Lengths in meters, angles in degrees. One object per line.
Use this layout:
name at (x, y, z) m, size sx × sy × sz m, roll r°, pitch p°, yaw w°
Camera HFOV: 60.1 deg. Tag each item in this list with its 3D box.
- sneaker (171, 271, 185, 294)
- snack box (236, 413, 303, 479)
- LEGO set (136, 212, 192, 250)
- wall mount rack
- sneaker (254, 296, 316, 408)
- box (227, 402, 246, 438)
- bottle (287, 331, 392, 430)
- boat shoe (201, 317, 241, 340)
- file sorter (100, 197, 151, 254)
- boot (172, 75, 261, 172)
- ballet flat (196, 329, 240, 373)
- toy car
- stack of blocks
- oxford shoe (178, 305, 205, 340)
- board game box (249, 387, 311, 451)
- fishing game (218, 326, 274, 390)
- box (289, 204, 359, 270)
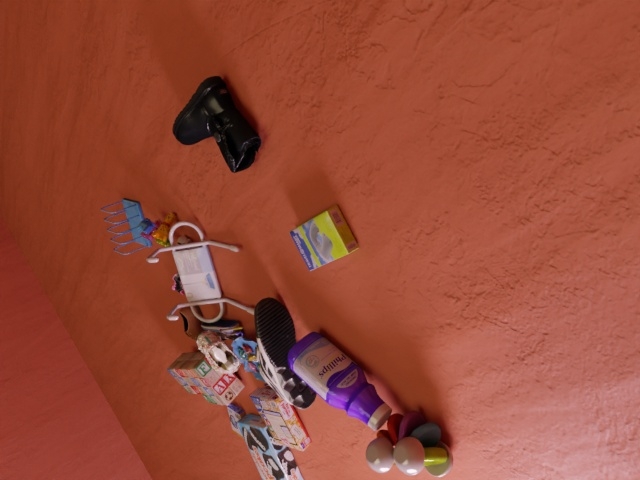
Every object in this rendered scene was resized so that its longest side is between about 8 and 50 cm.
sneaker at (-0.475, 0.146, 1.893) m, size 0.057 × 0.047 × 0.119 m, roll 42°, pitch 145°, yaw 14°
snack box at (-0.158, 0.751, 1.878) m, size 0.187 × 0.060 × 0.322 m, roll -13°, pitch 102°, yaw 52°
LEGO set at (-0.503, -0.039, 1.788) m, size 0.227 × 0.093 × 0.087 m, roll 20°, pitch 157°, yaw 35°
wall mount rack at (-0.345, 0.116, 1.667) m, size 0.304 × 0.130 × 0.350 m, roll -8°, pitch 110°, yaw 13°
sneaker at (-0.133, 0.314, 1.538) m, size 0.146 × 0.122 × 0.330 m, roll -3°, pitch 109°, yaw 47°
box at (-0.297, 0.650, 2.003) m, size 0.081 × 0.028 × 0.136 m, roll 16°, pitch 121°, yaw 43°
bottle at (0.047, 0.346, 1.354) m, size 0.283 × 0.118 × 0.092 m, roll 37°, pitch 146°, yaw 30°
boat shoe at (-0.321, 0.293, 1.784) m, size 0.183 × 0.066 × 0.066 m, roll -1°, pitch 112°, yaw 49°
file sorter at (-0.696, -0.049, 1.973) m, size 0.118 × 0.104 × 0.170 m, roll 13°, pitch 121°, yaw 43°
boot at (-0.258, -0.249, 1.362) m, size 0.246 × 0.094 × 0.207 m, roll -40°, pitch 77°, yaw 45°
ballet flat at (-0.312, 0.371, 1.745) m, size 0.077 × 0.091 × 0.241 m, roll 35°, pitch 165°, yaw 41°
toy car at (0.201, 0.455, 1.246) m, size 0.182 × 0.159 × 0.136 m, roll -21°, pitch 56°, yaw 44°
stack of blocks at (-0.409, 0.481, 1.945) m, size 0.171 × 0.087 × 0.297 m, roll 52°, pitch 147°, yaw -13°
oxford shoe at (-0.430, 0.322, 1.919) m, size 0.076 × 0.076 × 0.212 m, roll -18°, pitch 99°, yaw 50°
board game box at (-0.126, 0.554, 1.720) m, size 0.147 × 0.045 × 0.193 m, roll -9°, pitch 111°, yaw 50°
fishing game at (-0.206, 0.372, 1.687) m, size 0.189 × 0.041 × 0.264 m, roll -11°, pitch 115°, yaw 49°
box at (0.000, 0.000, 1.264) m, size 0.178 × 0.042 × 0.109 m, roll -28°, pitch 90°, yaw 51°
